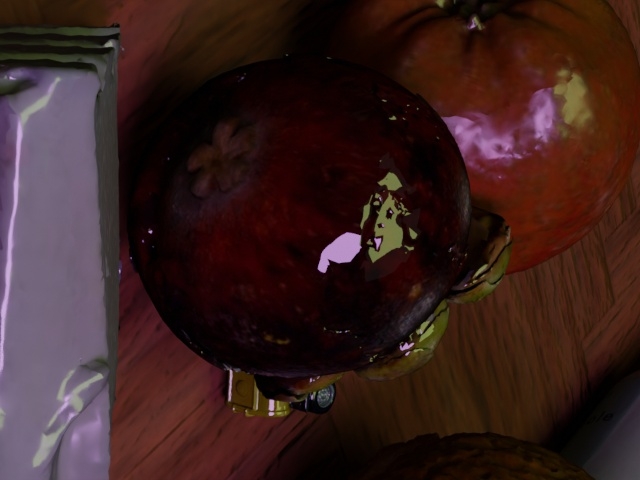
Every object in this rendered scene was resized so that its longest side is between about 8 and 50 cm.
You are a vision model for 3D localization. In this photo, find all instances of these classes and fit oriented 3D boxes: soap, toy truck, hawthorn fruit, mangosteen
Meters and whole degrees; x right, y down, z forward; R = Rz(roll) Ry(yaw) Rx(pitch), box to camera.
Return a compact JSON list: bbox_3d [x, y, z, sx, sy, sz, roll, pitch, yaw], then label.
[{"bbox_3d":[-0.096,-0.006,0.683,0.302,0.258,0.159,-9,104,-51],"label":"soap"},{"bbox_3d":[-0.023,0.050,0.953,0.054,0.049,0.083,-7,105,-49],"label":"toy truck"},{"bbox_3d":[0.090,-0.070,0.975,0.189,0.189,0.189,-15,109,-49],"label":"hawthorn fruit"},{"bbox_3d":[0.000,0.000,0.855,0.180,0.166,0.166,43,64,-37],"label":"mangosteen"}]

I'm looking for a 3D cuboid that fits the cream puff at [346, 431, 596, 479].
[{"bbox_3d":[0.060,0.246,0.976,0.303,0.212,0.303,-19,112,-58],"label":"cream puff"}]

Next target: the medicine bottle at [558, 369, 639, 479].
[{"bbox_3d":[0.234,0.152,1.247,0.352,0.110,0.110,-44,129,-37],"label":"medicine bottle"}]
